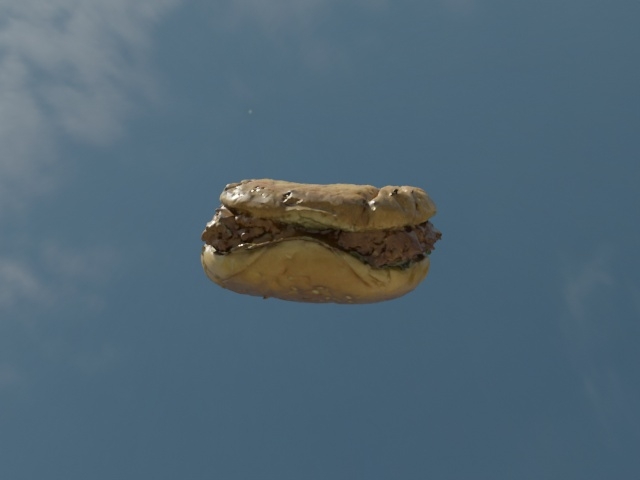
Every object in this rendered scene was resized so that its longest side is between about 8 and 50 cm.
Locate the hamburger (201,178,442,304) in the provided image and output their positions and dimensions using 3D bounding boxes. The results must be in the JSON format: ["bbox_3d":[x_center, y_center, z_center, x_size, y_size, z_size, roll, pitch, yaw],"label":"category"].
[{"bbox_3d":[0.000,0.000,0.576,0.083,0.076,0.044,6,-86,17],"label":"hamburger"}]
